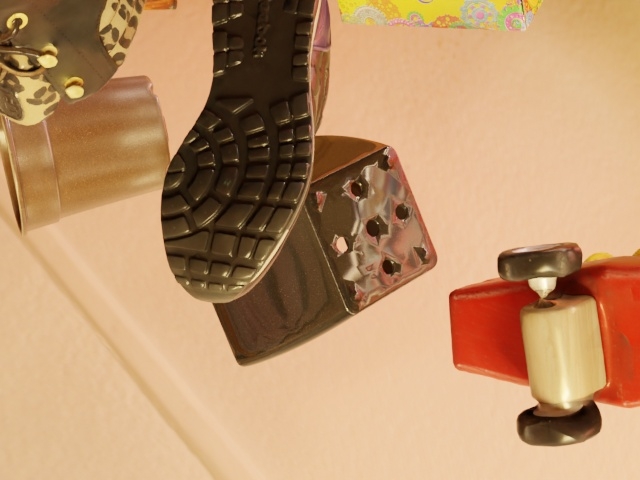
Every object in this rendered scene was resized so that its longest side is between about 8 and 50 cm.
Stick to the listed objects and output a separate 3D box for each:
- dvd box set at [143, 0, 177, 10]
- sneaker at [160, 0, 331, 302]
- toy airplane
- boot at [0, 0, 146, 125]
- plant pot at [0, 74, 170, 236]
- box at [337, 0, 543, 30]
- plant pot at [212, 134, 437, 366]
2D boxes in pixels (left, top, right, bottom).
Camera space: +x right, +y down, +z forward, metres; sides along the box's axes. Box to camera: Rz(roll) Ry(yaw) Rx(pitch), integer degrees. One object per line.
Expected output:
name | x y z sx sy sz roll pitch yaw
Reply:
dvd box set | -0.320 -0.331 1.009 0.421 0.307 0.062 -4 -148 -17
sneaker | -0.035 -0.078 0.959 0.107 0.124 0.283 7 -108 17
toy airplane | 0.337 0.045 0.921 0.384 0.272 0.386 40 -72 11
boot | -0.267 -0.175 0.897 0.138 0.284 0.377 14 -114 23
plant pot | -0.253 -0.101 1.339 0.165 0.167 0.167 -12 -117 -17
box | 0.122 -0.376 1.074 0.177 0.290 0.279 7 -138 26
plant pot | 0.000 0.000 1.229 0.187 0.167 0.188 -28 -79 -36
